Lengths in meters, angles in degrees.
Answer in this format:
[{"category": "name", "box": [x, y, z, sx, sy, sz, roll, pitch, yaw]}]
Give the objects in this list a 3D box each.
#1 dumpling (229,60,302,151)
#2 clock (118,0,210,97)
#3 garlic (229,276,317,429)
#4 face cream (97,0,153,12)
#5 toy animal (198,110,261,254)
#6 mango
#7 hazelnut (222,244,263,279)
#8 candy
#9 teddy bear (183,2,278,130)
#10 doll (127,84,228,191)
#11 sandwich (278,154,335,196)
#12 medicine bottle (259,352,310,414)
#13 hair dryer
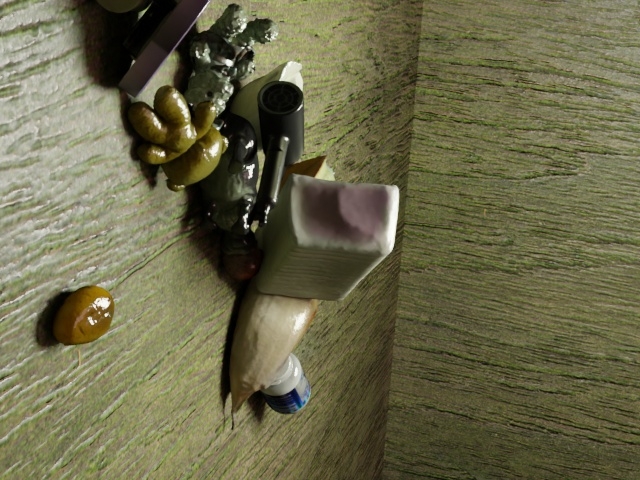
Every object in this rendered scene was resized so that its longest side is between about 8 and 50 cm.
[{"category": "dumpling", "box": [-0.100, -0.229, 1.993, 0.229, 0.124, 0.151, -51, 174, 10]}, {"category": "clock", "box": [-0.216, -0.298, 1.504, 0.198, 0.064, 0.172, -46, -165, 25]}, {"category": "garlic", "box": [-0.104, 0.204, 2.216, 0.196, 0.151, 0.339, 101, 6, -57]}, {"category": "face cream", "box": [-0.246, -0.370, 1.483, 0.224, 0.070, 0.114, -72, 166, -66]}, {"category": "toy animal", "box": [-0.157, -0.076, 1.903, 0.343, 0.106, 0.168, 86, 9, -59]}, {"category": "mango", "box": [-0.318, 0.102, 1.456, 0.114, 0.057, 0.079, -38, 139, -59]}, {"category": "hazelnut", "box": [-0.149, 0.032, 2.057, 0.086, 0.086, 0.086, 8, 90, -76]}, {"category": "candy", "box": [0.002, 0.002, 2.050, 0.359, 0.208, 0.145, 130, -37, -66]}, {"category": "teddy bear", "box": [-0.171, -0.286, 1.759, 0.133, 0.111, 0.213, 22, 100, -47]}, {"category": "doll", "box": [-0.220, -0.166, 1.642, 0.137, 0.097, 0.209, -40, 147, -8]}, {"category": "sandwich", "box": [-0.050, -0.092, 2.342, 0.258, 0.096, 0.094, -61, 149, -52]}, {"category": "medicine bottle", "box": [-0.087, 0.303, 2.378, 0.191, 0.107, 0.107, 72, 29, -61]}, {"category": "hair dryer", "box": [-0.079, -0.113, 1.824, 0.196, 0.077, 0.248, 88, 12, -57]}]
